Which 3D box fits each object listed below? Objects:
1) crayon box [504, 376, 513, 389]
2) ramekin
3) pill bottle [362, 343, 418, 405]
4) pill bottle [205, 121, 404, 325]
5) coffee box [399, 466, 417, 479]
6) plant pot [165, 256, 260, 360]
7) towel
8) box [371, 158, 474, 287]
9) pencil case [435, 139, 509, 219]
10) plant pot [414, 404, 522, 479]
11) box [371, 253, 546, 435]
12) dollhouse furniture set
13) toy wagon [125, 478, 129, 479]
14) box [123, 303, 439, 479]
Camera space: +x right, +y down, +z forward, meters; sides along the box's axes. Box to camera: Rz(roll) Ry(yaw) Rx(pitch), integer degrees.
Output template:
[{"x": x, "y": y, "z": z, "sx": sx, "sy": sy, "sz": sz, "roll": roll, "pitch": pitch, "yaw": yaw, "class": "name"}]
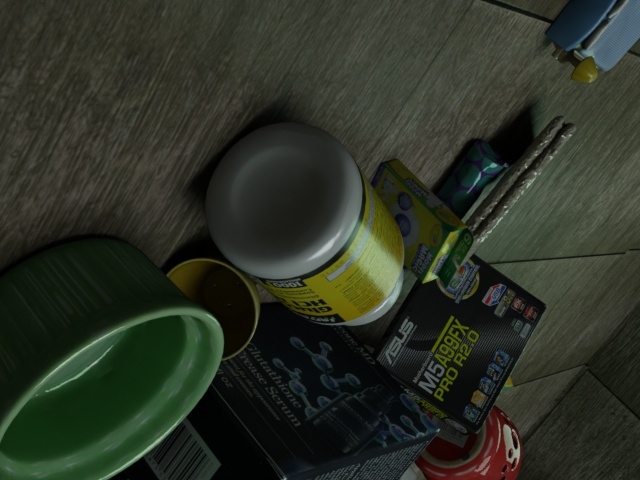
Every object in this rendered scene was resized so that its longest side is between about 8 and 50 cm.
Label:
[{"x": 0.280, "y": 0.232, "z": 2.018, "sx": 0.081, "sy": 0.165, "sz": 0.278, "roll": -26, "pitch": 162, "yaw": 25, "class": "crayon box"}, {"x": -0.273, "y": 0.141, "z": 1.146, "sx": 0.303, "sy": 0.148, "sz": 0.303, "roll": -33, "pitch": 152, "yaw": -21, "class": "ramekin"}, {"x": 0.092, "y": 0.310, "z": 1.875, "sx": 0.176, "sy": 0.176, "sz": 0.318, "roll": -43, "pitch": 154, "yaw": -1, "class": "pill bottle"}, {"x": 0.000, "y": 0.000, "z": 1.280, "sx": 0.188, "sy": 0.188, "sz": 0.334, "roll": -44, "pitch": 153, "yaw": 0, "class": "pill bottle"}, {"x": -0.005, "y": 0.428, "z": 1.732, "sx": 0.119, "sy": 0.297, "sz": 0.168, "roll": 59, "pitch": 49, "yaw": -61, "class": "coffee box"}, {"x": -0.132, "y": 0.077, "z": 1.299, "sx": 0.134, "sy": 0.134, "sz": 0.095, "roll": -53, "pitch": 177, "yaw": 18, "class": "plant pot"}, {"x": 0.307, "y": -0.078, "z": 1.672, "sx": 0.282, "sy": 0.049, "sz": 0.187, "roll": -48, "pitch": 172, "yaw": -15, "class": "towel"}, {"x": 0.137, "y": -0.020, "z": 1.451, "sx": 0.043, "sy": 0.179, "sz": 0.105, "roll": -18, "pitch": 143, "yaw": -42, "class": "box"}, {"x": 0.234, "y": -0.085, "z": 1.624, "sx": 0.070, "sy": 0.064, "sz": 0.152, "roll": 14, "pitch": 120, "yaw": -43, "class": "pencil case"}, {"x": 0.253, "y": 0.368, "z": 1.820, "sx": 0.191, "sy": 0.191, "sz": 0.174, "roll": -45, "pitch": 147, "yaw": 2, "class": "plant pot"}, {"x": 0.235, "y": 0.164, "z": 1.733, "sx": 0.270, "sy": 0.216, "sz": 0.060, "roll": -56, "pitch": -176, "yaw": -20, "class": "box"}, {"x": 0.539, "y": -0.328, "z": 1.548, "sx": 0.303, "sy": 0.198, "sz": 0.286, "roll": -52, "pitch": 152, "yaw": 16, "class": "dollhouse furniture set"}, {"x": -0.325, "y": 0.467, "z": 1.642, "sx": 0.344, "sy": 0.068, "sz": 0.267, "roll": -32, "pitch": 151, "yaw": -23, "class": "toy wagon"}, {"x": -0.071, "y": 0.266, "z": 1.450, "sx": 0.395, "sy": 0.293, "sz": 0.212, "roll": 1, "pitch": 130, "yaw": -55, "class": "box"}]
